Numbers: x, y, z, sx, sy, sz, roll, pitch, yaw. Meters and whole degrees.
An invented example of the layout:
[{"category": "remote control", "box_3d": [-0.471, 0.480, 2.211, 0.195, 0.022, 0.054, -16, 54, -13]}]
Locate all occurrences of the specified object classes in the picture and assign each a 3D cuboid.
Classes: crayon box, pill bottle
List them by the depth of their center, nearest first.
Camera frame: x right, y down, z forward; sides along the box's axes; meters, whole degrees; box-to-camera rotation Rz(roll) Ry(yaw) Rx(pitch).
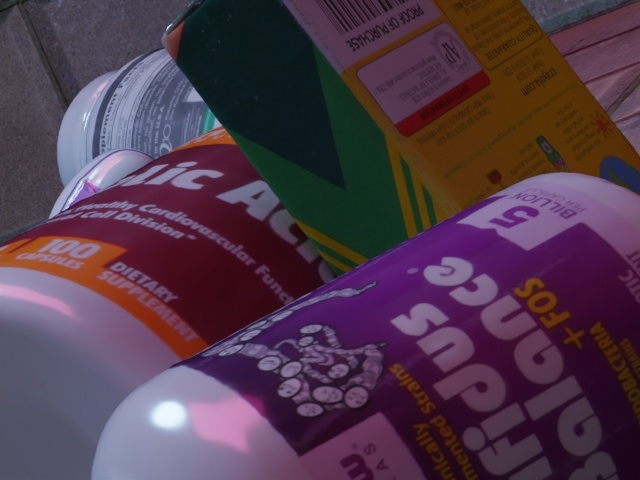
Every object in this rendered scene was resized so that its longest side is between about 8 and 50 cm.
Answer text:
[{"category": "pill bottle", "box_3d": [0.019, 0.103, 0.767, 0.301, 0.169, 0.169, -28, 9, -28]}, {"category": "crayon box", "box_3d": [0.084, -0.024, 1.006, 0.081, 0.318, 0.202, -39, -3, 34]}, {"category": "pill bottle", "box_3d": [-0.050, 0.062, 1.043, 0.224, 0.224, 0.392, -19, 10, 32]}, {"category": "pill bottle", "box_3d": [-0.092, -0.084, 1.809, 0.204, 0.204, 0.361, -28, 16, -28]}]

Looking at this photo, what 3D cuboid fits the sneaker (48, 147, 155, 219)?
[{"category": "sneaker", "box_3d": [-0.181, 0.055, 1.618, 0.161, 0.102, 0.282, 3, 70, 64]}]
